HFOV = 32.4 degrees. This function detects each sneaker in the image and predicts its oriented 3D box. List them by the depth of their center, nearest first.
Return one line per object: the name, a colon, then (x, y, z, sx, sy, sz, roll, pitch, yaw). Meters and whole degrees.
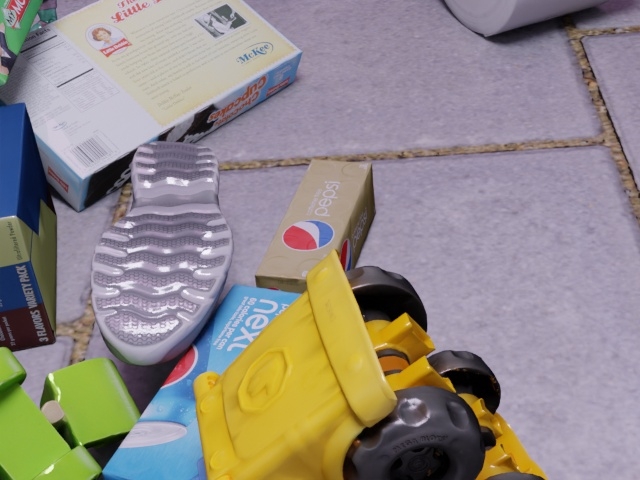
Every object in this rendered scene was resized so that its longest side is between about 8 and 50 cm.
sneaker: (-0.121, 0.024, 0.911, 0.105, 0.115, 0.281, 4, 30, 0)

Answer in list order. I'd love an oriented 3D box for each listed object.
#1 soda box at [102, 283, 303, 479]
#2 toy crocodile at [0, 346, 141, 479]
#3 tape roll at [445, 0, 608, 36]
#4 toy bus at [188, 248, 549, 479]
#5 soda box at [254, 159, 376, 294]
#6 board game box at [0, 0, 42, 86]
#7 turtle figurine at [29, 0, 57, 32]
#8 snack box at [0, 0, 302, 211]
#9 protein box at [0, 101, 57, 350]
soda box: (-0.072, 0.123, 0.806, 0.071, 0.067, 0.210, 9, 38, 20)
toy crocodile: (-0.254, 0.176, 0.708, 0.115, 0.105, 0.340, 49, 52, 5)
tape roll: (0.242, -0.383, 1.305, 0.169, 0.246, 0.246, -18, 37, -16)
toy bus: (0.017, 0.150, 0.684, 0.211, 0.220, 0.149, -39, 34, 11)
soda box: (0.000, 0.000, 0.973, 0.061, 0.058, 0.181, 4, 38, 16)
board game box: (-0.414, -0.173, 1.117, 0.317, 0.046, 0.214, -23, 38, 26)
turtle figurine: (-0.321, -0.224, 1.287, 0.234, 0.118, 0.175, 6, 56, -9)
snack box: (-0.195, -0.181, 1.195, 0.187, 0.060, 0.322, 43, 54, 15)
protein box: (-0.346, -0.003, 0.967, 0.201, 0.136, 0.200, -11, 36, -5)
